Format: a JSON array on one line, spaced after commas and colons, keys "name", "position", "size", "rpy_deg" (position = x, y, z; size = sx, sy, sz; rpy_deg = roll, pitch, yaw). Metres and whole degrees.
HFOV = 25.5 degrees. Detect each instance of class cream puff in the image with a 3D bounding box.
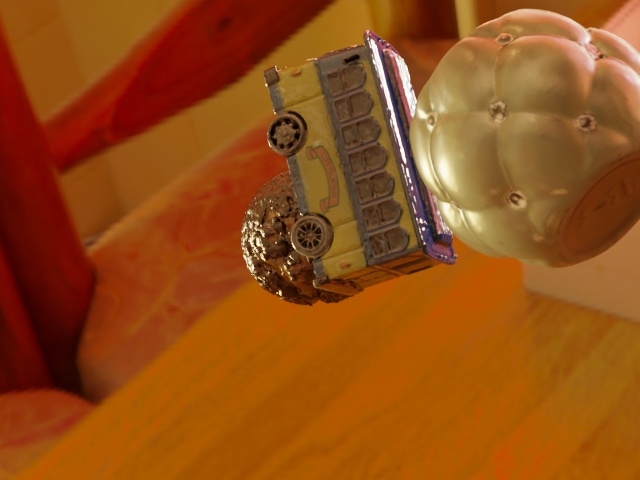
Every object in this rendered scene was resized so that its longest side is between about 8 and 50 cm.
[{"name": "cream puff", "position": [0.000, 0.000, 2.077], "size": [0.239, 0.239, 0.165], "rpy_deg": [-7, 60, 6]}]

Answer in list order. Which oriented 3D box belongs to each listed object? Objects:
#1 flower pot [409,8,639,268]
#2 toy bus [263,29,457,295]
[{"name": "flower pot", "position": [0.213, -0.093, 1.342], "size": [0.246, 0.246, 0.195], "rpy_deg": [-28, 57, -21]}, {"name": "toy bus", "position": [0.046, -0.090, 1.726], "size": [0.175, 0.138, 0.288], "rpy_deg": [-18, 77, 19]}]
